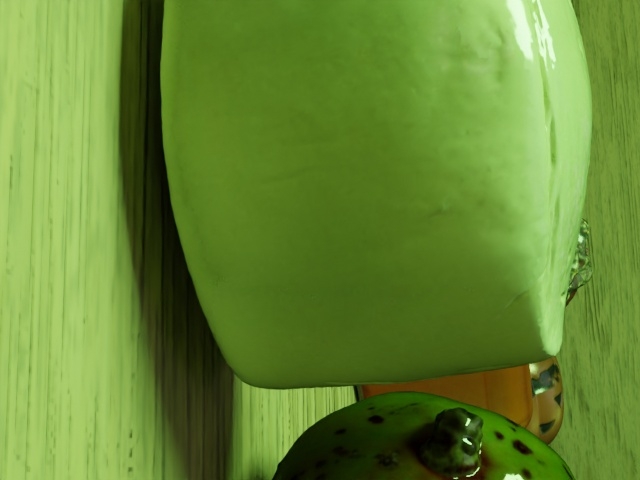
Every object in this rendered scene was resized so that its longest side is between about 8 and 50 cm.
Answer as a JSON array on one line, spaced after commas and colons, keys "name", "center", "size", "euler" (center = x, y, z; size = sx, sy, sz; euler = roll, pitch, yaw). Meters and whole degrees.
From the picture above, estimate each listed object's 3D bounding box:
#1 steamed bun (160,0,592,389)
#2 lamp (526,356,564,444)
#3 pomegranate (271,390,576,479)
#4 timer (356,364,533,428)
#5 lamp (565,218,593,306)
[{"name": "steamed bun", "center": [0.027, -0.051, 0.485], "size": [0.155, 0.200, 0.250], "euler": [-36, 118, -74]}, {"name": "lamp", "center": [0.212, 0.200, 1.279], "size": [0.187, 0.187, 0.164], "euler": [-42, 125, -74]}, {"name": "pomegranate", "center": [0.038, 0.197, 0.583], "size": [0.198, 0.246, 0.198], "euler": [32, 36, -27]}, {"name": "timer", "center": [0.097, 0.049, 0.999], "size": [0.250, 0.161, 0.258], "euler": [-102, 180, -60]}, {"name": "lamp", "center": [0.203, 0.021, 1.199], "size": [0.274, 0.177, 0.177], "euler": [180, -95, -78]}]
